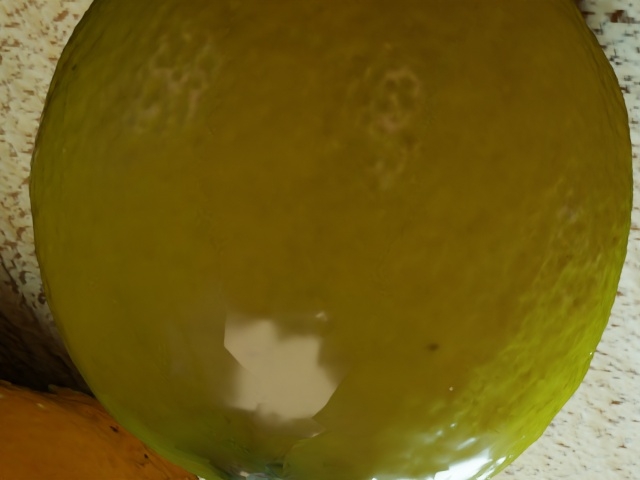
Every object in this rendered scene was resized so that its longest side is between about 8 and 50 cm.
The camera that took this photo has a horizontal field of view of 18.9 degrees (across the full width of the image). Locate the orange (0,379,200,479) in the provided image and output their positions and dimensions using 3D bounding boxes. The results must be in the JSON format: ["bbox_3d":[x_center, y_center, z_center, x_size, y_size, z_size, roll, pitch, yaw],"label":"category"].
[{"bbox_3d":[-0.244,0.225,1.104,0.424,0.326,0.424,14,177,1],"label":"orange"}]

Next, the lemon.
[{"bbox_3d":[0.000,0.000,0.748,0.240,0.219,0.240,12,151,7],"label":"lemon"}]
